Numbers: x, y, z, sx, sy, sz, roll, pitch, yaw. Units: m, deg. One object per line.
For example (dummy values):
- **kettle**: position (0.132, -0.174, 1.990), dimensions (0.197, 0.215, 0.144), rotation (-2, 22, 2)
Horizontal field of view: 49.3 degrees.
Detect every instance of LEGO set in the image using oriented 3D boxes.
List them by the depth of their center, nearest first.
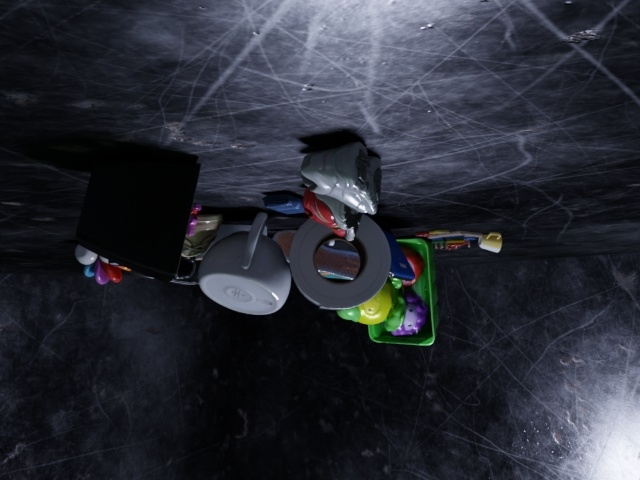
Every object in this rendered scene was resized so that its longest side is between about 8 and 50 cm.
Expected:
- **LEGO set**: position (-0.387, -0.031, 1.559), dimensions (0.227, 0.093, 0.087), rotation (-4, 173, 22)

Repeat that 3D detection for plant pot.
- **plant pot**: position (-0.309, -0.042, 1.168), dimensions (0.167, 0.187, 0.188), rotation (13, 170, -13)

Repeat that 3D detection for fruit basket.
- **fruit basket**: position (0.232, 0.178, 2.343), dimensions (0.283, 0.392, 0.392), rotation (-1, 175, 30)

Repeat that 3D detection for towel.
- **towel**: position (-0.071, -0.080, 1.494), dimensions (0.067, 0.029, 0.119), rotation (-4, 173, 20)

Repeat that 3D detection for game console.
- **game console**: position (0.120, 0.035, 1.996), dimensions (0.173, 0.250, 0.293), rotation (-31, 166, 14)

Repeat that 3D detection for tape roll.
- **tape roll**: position (0.045, 0.051, 1.737), dimensions (0.246, 0.246, 0.169), rotation (-1, 173, -2)

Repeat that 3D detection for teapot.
- **teapot**: position (-0.180, 0.058, 1.774), dimensions (0.256, 0.187, 0.252), rotation (-9, 142, 37)

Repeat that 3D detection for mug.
- **mug**: position (0.560, -0.002, 2.306), dimensions (0.064, 0.078, 0.062), rotation (8, -155, -6)

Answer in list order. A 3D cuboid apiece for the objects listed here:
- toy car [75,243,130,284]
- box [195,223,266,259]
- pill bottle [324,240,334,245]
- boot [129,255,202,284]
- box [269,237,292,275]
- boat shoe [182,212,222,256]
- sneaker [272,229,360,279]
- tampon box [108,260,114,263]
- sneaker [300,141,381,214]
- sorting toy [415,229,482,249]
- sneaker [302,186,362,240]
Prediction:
- **toy car**: position (-0.676, 0.070, 2.208), dimensions (0.182, 0.136, 0.159), rotation (-3, 174, 14)
- **box**: position (-0.251, 0.007, 1.959), dimensions (0.170, 0.091, 0.130), rotation (2, 173, -27)
- **pill bottle**: position (0.000, 0.000, 2.169), dimensions (0.083, 0.043, 0.043), rotation (1, 173, -24)
- **boot**: position (-0.463, 0.078, 2.363), dimensions (0.348, 0.131, 0.260), rotation (1, 172, -34)
- **box**: position (-0.082, 0.052, 2.220), dimensions (0.156, 0.093, 0.158), rotation (1, -168, -27)
- **boat shoe**: position (-0.307, -0.011, 1.736), dimensions (0.109, 0.098, 0.302), rotation (1, 173, -20)
- **sneaker**: position (-0.012, 0.055, 2.105), dimensions (0.302, 0.108, 0.121), rotation (21, 166, -11)
- **tampon box**: position (-0.503, 0.019, 1.948), dimensions (0.161, 0.101, 0.120), rotation (-1, 173, -7)
- **sneaker**: position (0.033, -0.103, 1.129), dimensions (0.115, 0.090, 0.232), rotation (3, 166, 18)
- **sorting toy**: position (0.434, 0.000, 2.276), dimensions (0.274, 0.046, 0.132), rotation (5, 171, -44)
- **sneaker**: position (0.025, -0.072, 1.414), dimensions (0.118, 0.107, 0.279), rotation (16, 173, 10)
